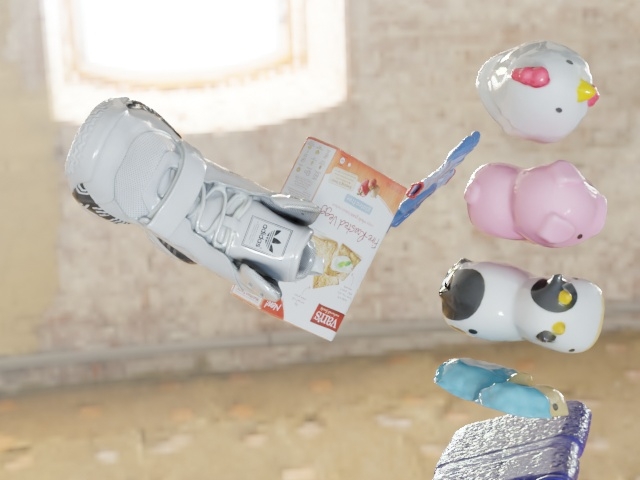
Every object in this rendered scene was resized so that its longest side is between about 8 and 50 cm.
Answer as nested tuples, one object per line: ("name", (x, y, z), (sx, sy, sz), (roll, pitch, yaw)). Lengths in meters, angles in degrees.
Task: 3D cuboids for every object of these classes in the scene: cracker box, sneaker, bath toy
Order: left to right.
("sneaker", (-0.126, -0.042, 1.858), (0.210, 0.137, 0.366), (21, 171, 24))
("cracker box", (0.000, 0.000, 2.176), (0.067, 0.232, 0.156), (27, 180, 43))
("bath toy", (0.192, -0.016, 1.514), (0.151, 0.348, 0.129), (7, 177, 6))

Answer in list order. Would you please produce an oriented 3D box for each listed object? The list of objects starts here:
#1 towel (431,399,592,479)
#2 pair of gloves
("towel", (0.270, 0.330, 2.359), (0.228, 0.076, 0.308), (-16, -169, 19))
("pair of gloves", (0.159, -0.084, 2.447), (0.159, 0.023, 0.198), (-38, 172, -34))
